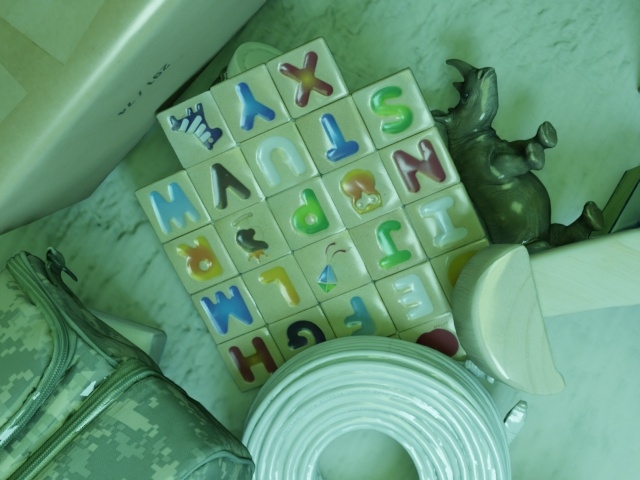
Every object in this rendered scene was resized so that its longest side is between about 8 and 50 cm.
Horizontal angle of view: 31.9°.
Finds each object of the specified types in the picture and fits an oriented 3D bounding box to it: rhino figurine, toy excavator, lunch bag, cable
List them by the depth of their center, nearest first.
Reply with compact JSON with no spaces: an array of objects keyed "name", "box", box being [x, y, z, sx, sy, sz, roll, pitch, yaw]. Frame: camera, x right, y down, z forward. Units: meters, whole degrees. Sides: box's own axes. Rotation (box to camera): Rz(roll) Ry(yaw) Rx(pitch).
[{"name":"lunch bag","box":[-0.243,0.187,0.860,0.305,0.212,0.256,-45,73,-6]},{"name":"toy excavator","box":[0.397,0.084,0.997,0.433,0.222,0.445,-40,93,-5]},{"name":"cable","box":[0.049,0.216,1.043,0.257,0.089,0.257,14,102,3]},{"name":"rhino figurine","box":[0.179,-0.069,1.088,0.106,0.073,0.243,-31,85,41]}]

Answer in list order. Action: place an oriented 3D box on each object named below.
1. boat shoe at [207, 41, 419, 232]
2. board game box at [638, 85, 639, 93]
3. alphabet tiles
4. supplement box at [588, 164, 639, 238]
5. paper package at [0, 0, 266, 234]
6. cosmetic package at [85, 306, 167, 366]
[{"name":"boat shoe","box":[0.021,-0.065,1.085,0.305,0.109,0.091,37,127,-10]},{"name":"board game box","box":[0.494,-0.219,1.080,0.232,0.141,0.291,30,86,1]},{"name":"alphabet tiles","box":[0.000,0.000,1.042,0.285,0.011,0.342,-22,106,15]},{"name":"supplement box","box":[0.313,-0.025,1.091,0.056,0.083,0.083,31,86,0]},{"name":"paper package","box":[-0.199,-0.179,0.935,0.168,0.309,0.325,44,103,0]},{"name":"cosmetic package","box":[-0.295,0.237,1.024,0.217,0.156,0.385,14,87,-2]}]
